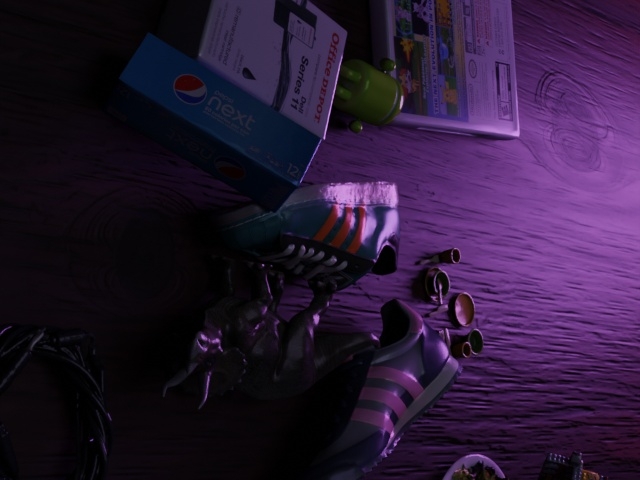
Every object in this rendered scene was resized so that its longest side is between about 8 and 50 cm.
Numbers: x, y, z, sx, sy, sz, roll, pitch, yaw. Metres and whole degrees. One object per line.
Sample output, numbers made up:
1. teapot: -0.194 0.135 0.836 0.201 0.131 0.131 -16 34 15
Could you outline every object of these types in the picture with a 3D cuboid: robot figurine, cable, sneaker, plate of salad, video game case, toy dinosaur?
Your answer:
1. robot figurine: 0.057 -0.183 1.529 0.115 0.067 0.101 20 99 -43
2. cable: -0.260 0.169 1.140 0.150 0.047 0.184 9 79 -47
3. sneaker: 0.039 0.188 1.448 0.131 0.112 0.319 55 43 -5
4. plate of salad: 0.213 0.385 1.638 0.200 0.048 0.200 9 78 -47
5. video game case: 0.171 -0.311 1.702 0.300 0.036 0.329 1 84 -48
6. toy dinosaur: -0.064 0.109 1.342 0.313 0.121 0.160 20 81 -50
7. sneaker: 0.000 0.000 1.410 0.302 0.108 0.121 -7 86 -50

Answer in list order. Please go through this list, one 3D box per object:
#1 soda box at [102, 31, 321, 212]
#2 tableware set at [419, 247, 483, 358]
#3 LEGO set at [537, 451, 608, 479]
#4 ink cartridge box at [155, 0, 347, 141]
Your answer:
1. soda box: -0.110 -0.119 1.267 0.210 0.067 0.071 31 57 -9
2. tableware set: 0.183 0.088 1.666 0.104 0.024 0.154 -16 96 -48
3. LEGO set: 0.361 0.428 1.585 0.192 0.255 0.331 96 17 -48
4. ink cartridge box: -0.075 -0.212 1.371 0.208 0.087 0.153 30 63 -43
